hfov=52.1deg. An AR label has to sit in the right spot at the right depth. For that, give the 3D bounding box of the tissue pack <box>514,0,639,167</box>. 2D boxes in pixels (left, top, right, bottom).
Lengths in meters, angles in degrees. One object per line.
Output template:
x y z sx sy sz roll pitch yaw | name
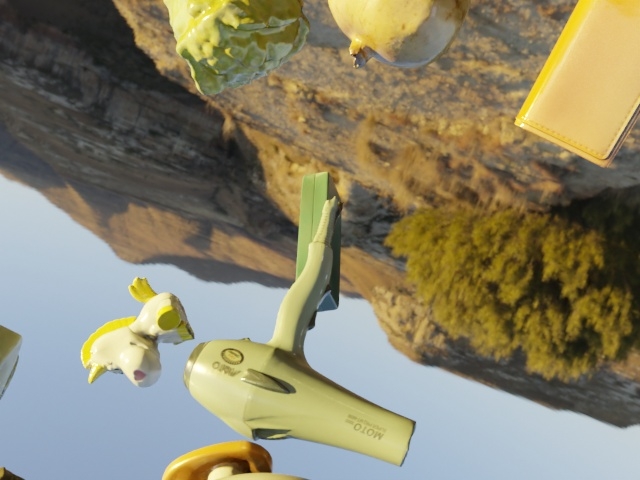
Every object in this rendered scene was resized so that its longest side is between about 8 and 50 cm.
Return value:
0.400 -0.255 0.899 0.145 0.275 0.194 28 -162 13 | tissue pack

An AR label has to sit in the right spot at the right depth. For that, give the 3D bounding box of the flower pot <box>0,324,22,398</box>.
-0.542 0.237 0.920 0.164 0.254 0.367 34 154 -18 | flower pot

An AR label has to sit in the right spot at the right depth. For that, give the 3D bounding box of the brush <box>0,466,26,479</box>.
-0.605 0.522 1.096 0.084 0.071 0.301 37 -141 -6 | brush

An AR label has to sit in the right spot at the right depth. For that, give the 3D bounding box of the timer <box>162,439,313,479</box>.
-0.048 0.301 0.485 0.233 0.233 0.240 21 -155 -11 | timer

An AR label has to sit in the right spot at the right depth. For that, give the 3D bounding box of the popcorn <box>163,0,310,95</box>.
-0.123 -0.332 0.922 0.194 0.255 0.256 6 -152 -26 | popcorn

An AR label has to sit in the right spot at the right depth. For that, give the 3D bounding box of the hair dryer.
0.023 0.102 0.653 0.229 0.267 0.092 34 163 20 | hair dryer

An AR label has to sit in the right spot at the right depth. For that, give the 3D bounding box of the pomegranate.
0.168 -0.536 1.483 0.342 0.343 0.342 21 -179 0 | pomegranate

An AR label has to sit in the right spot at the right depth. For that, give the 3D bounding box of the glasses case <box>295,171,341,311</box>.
0.000 0.000 0.882 0.039 0.184 0.078 -7 145 14 | glasses case

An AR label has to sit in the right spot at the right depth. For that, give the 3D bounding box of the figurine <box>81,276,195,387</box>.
-0.278 0.154 0.994 0.129 0.178 0.109 35 166 14 | figurine
